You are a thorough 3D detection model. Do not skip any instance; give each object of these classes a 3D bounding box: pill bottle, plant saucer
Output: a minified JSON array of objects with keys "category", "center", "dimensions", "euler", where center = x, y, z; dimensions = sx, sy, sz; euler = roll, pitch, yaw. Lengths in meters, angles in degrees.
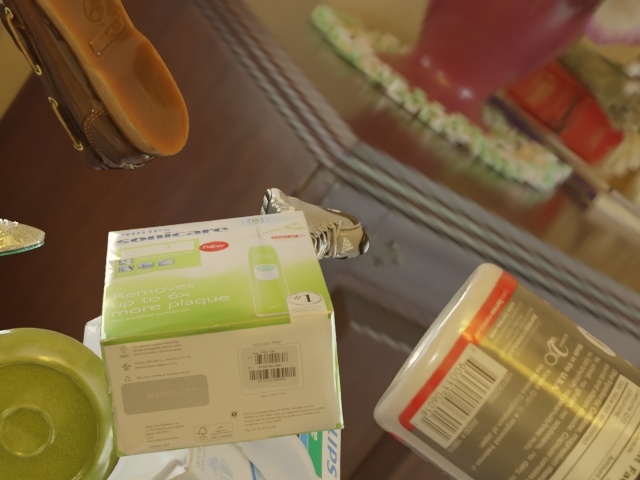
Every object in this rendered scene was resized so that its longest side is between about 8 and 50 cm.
[{"category":"pill bottle","center":[0.199,0.161,1.143],"dimensions":[0.283,0.161,0.161],"euler":[36,14,3]},{"category":"plant saucer","center":[-0.356,0.227,1.744],"dimensions":[0.241,0.241,0.037],"euler":[34,6,-11]}]

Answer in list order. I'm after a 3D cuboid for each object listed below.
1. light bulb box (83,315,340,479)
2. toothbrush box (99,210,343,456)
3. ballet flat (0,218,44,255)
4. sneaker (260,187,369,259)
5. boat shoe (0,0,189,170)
[{"category":"light bulb box","center":[-0.153,0.302,2.031],"dimensions":[0.361,0.225,0.358],"euler":[45,31,-38]},{"category":"toothbrush box","center":[-0.098,0.079,1.373],"dimensions":[0.206,0.122,0.283],"euler":[-6,19,-4]},{"category":"ballet flat","center":[-0.401,-0.002,1.658],"dimensions":[0.168,0.052,0.057],"euler":[-15,19,-21]},{"category":"sneaker","center":[0.000,0.000,1.737],"dimensions":[0.132,0.086,0.229],"euler":[11,21,-11]},{"category":"boat shoe","center":[-0.153,-0.130,0.826],"dimensions":[0.073,0.073,0.207],"euler":[-47,121,-48]}]
